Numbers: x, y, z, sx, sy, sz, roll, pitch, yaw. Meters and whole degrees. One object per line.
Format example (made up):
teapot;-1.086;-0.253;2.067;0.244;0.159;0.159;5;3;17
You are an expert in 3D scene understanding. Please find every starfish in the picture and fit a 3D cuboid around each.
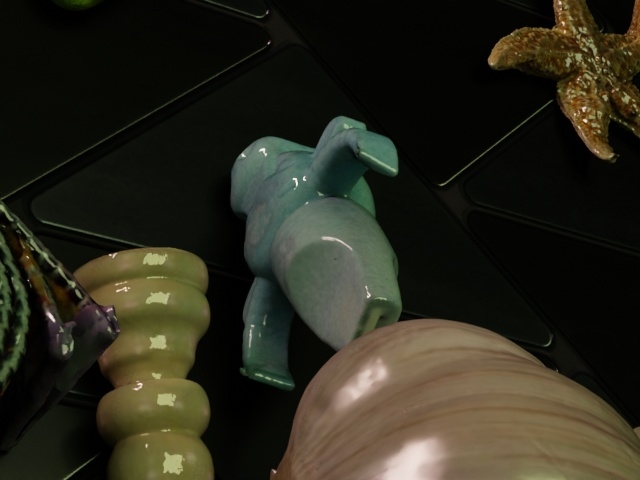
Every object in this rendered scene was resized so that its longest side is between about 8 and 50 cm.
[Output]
starfish;0.248;-0.164;1.447;0.236;0.062;0.277;-25;78;-42

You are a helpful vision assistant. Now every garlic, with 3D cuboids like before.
garlic;0.090;0.208;0.910;0.259;0.317;0.317;21;50;-12

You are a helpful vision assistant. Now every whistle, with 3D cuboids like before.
whistle;0.000;0.000;1.091;0.093;0.186;0.274;18;18;-22

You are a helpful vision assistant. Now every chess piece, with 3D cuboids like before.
chess piece;-0.106;0.099;1.009;0.094;0.094;0.170;4;66;-33

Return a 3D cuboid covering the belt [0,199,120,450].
belt;-0.283;0.023;0.881;0.295;0.160;0.207;42;46;-3

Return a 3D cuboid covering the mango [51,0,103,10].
mango;-0.173;-0.213;1.192;0.073;0.056;0.108;32;50;-5

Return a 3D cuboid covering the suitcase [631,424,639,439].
suitcase;0.332;0.291;1.062;0.351;0.194;0.339;37;41;-44
